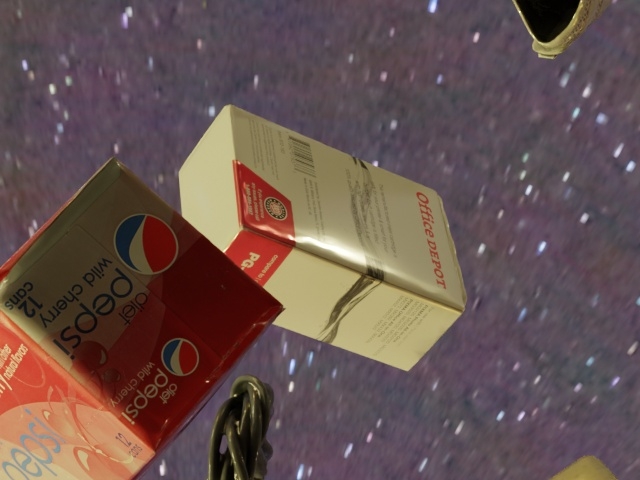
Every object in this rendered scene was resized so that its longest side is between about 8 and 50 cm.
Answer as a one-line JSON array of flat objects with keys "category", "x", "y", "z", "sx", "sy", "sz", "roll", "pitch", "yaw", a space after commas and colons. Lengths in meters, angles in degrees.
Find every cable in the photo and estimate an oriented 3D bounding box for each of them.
[{"category": "cable", "x": -0.056, "y": 0.163, "z": 1.123, "sx": 0.047, "sy": 0.150, "sz": 0.184, "roll": 21, "pitch": -68, "yaw": 8}]

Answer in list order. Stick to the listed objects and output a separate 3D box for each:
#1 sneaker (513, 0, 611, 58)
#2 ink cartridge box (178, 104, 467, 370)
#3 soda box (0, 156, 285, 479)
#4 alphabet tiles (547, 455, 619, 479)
[{"category": "sneaker", "x": 0.142, "y": -0.238, "z": 1.187, "sx": 0.105, "sy": 0.281, "sz": 0.115, "roll": 4, "pitch": -126, "yaw": 35}, {"category": "ink cartridge box", "x": 0.000, "y": 0.000, "z": 1.045, "sx": 0.150, "sy": 0.063, "sz": 0.109, "roll": 22, "pitch": -144, "yaw": -25}, {"category": "soda box", "x": -0.110, "y": 0.070, "z": 0.781, "sx": 0.092, "sy": 0.263, "sz": 0.083, "roll": 42, "pitch": -119, "yaw": 1}, {"category": "alphabet tiles", "x": -0.004, "y": 0.150, "z": 0.220, "sx": 0.342, "sy": 0.285, "sz": 0.011, "roll": -33, "pitch": -65, "yaw": -2}]
